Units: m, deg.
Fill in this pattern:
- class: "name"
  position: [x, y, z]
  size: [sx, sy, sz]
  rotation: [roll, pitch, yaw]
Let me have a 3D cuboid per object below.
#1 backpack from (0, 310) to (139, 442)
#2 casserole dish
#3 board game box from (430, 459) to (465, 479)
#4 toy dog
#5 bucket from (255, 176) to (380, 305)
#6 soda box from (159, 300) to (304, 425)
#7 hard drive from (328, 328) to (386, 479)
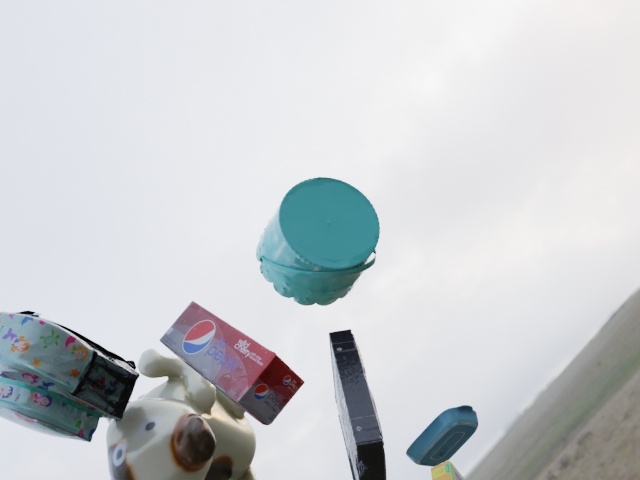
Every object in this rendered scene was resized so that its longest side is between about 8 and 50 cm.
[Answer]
- class: "backpack"
  position: [-0.480, 0.232, 1.345]
  size: [0.253, 0.225, 0.191]
  rotation: [51, -129, -39]
- class: "casserole dish"
  position: [0.265, 0.425, 1.645]
  size: [0.114, 0.037, 0.188]
  rotation: [18, -60, -36]
- class: "board game box"
  position: [0.183, 0.393, 0.894]
  size: [0.039, 0.124, 0.259]
  rotation: [-31, 25, 15]
- class: "toy dog"
  position: [-0.303, 0.422, 1.592]
  size: [0.285, 0.395, 0.408]
  rotation: [-28, -10, 6]
- class: "bucket"
  position: [0.000, 0.000, 1.801]
  size: [0.281, 0.281, 0.183]
  rotation: [-37, -13, -29]
- class: "soda box"
  position: [-0.146, 0.188, 1.217]
  size: [0.092, 0.263, 0.083]
  rotation: [-50, -52, -14]
- class: "hard drive"
  position: [0.080, 0.389, 1.682]
  size: [0.064, 0.339, 0.236]
  rotation: [-9, -56, -5]
